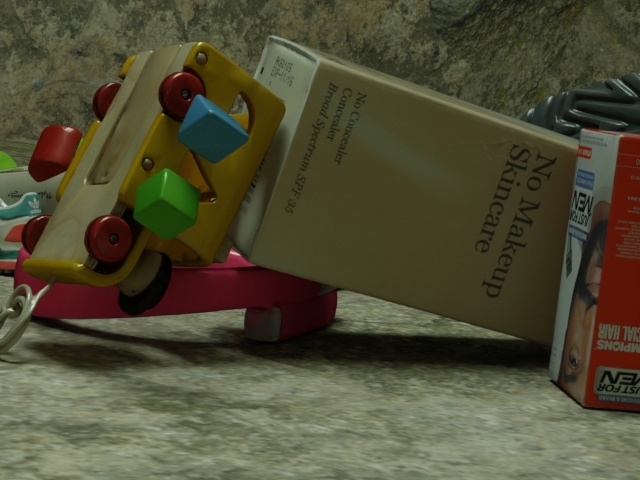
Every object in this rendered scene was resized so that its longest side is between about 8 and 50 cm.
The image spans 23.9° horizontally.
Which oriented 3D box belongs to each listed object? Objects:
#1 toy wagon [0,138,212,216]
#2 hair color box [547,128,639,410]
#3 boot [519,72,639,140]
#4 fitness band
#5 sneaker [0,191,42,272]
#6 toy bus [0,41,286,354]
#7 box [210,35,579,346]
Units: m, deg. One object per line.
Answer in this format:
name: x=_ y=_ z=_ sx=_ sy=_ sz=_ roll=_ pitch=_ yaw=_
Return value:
toy wagon: x=-0.139 y=-0.067 z=1.379 sx=0.267 sy=0.068 sz=0.344 roll=-2 pitch=7 yaw=33
hair color box: x=0.188 y=0.016 z=0.955 sx=0.053 sy=0.167 sz=0.093 roll=5 pitch=6 yaw=-6
boot: x=0.435 y=-0.043 z=1.356 sx=0.367 sy=0.146 sz=0.445 roll=-2 pitch=-16 yaw=39
fitness band: x=-0.099 y=0.031 z=1.118 sx=0.209 sy=0.054 sz=0.291 roll=5 pitch=4 yaw=18
sneaker: x=-0.295 y=-0.019 z=1.249 sx=0.161 sy=0.075 sz=0.057 roll=9 pitch=6 yaw=24
toy bus: x=-0.102 y=-0.023 z=0.939 sx=0.104 sy=0.202 sz=0.191 roll=35 pitch=27 yaw=-31
box: x=0.095 y=-0.024 z=1.060 sx=0.311 sy=0.148 sz=0.121 roll=15 pitch=9 yaw=-22
